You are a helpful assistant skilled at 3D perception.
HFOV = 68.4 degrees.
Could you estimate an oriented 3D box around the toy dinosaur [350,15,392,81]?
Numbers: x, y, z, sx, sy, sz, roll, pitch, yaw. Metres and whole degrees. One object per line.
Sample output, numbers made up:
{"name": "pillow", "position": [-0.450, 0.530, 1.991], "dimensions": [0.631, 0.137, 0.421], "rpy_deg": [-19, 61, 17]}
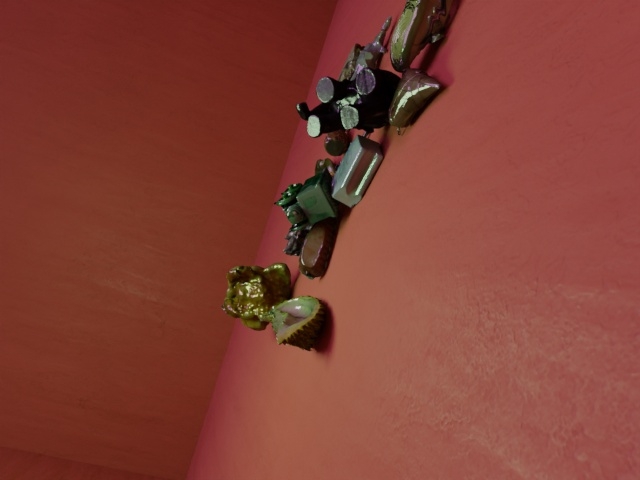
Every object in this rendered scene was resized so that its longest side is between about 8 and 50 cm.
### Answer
{"name": "toy dinosaur", "position": [0.174, -0.693, 1.866], "dimensions": [0.393, 0.092, 0.205], "rpy_deg": [-54, 19, 29]}

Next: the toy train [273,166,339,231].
{"name": "toy train", "position": [-0.042, -0.142, 1.690], "dimensions": [0.202, 0.145, 0.266], "rpy_deg": [-23, 18, 16]}

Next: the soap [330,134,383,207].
{"name": "soap", "position": [0.110, -0.220, 1.545], "dimensions": [0.145, 0.091, 0.230], "rpy_deg": [-92, 25, -56]}

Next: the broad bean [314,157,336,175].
{"name": "broad bean", "position": [0.020, -0.283, 2.024], "dimensions": [0.207, 0.072, 0.153], "rpy_deg": [-105, 23, -64]}

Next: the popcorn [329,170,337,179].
{"name": "popcorn", "position": [0.054, -0.232, 1.817], "dimensions": [0.082, 0.083, 0.057], "rpy_deg": [-4, 70, 41]}

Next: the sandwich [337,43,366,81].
{"name": "sandwich", "position": [0.123, -0.676, 2.003], "dimensions": [0.254, 0.099, 0.288], "rpy_deg": [-53, 15, 44]}

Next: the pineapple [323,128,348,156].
{"name": "pineapple", "position": [0.072, -0.434, 1.970], "dimensions": [0.198, 0.108, 0.108], "rpy_deg": [-77, 13, -47]}

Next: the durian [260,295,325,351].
{"name": "durian", "position": [-0.082, 0.249, 1.502], "dimensions": [0.352, 0.169, 0.158], "rpy_deg": [-154, 83, -77]}

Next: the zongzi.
{"name": "zongzi", "position": [0.244, -0.346, 1.240], "dimensions": [0.178, 0.081, 0.189], "rpy_deg": [-112, 36, -55]}

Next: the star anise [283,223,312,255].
{"name": "star anise", "position": [-0.063, -0.032, 1.953], "dimensions": [0.236, 0.109, 0.223], "rpy_deg": [-43, 23, 37]}

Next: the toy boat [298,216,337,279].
{"name": "toy boat", "position": [-0.001, -0.007, 1.695], "dimensions": [0.099, 0.108, 0.293], "rpy_deg": [63, -136, -63]}

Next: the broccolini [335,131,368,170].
{"name": "broccolini", "position": [0.133, -0.314, 1.716], "dimensions": [0.201, 0.058, 0.074], "rpy_deg": [-48, 37, 23]}

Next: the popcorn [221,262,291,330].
{"name": "popcorn", "position": [-0.248, 0.228, 2.043], "dimensions": [0.326, 0.321, 0.290], "rpy_deg": [-54, -4, -1]}

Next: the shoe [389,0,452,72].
{"name": "shoe", "position": [0.277, -0.591, 1.302], "dimensions": [0.140, 0.128, 0.262], "rpy_deg": [-80, 4, -61]}

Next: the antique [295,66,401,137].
{"name": "antique", "position": [0.113, -0.410, 1.419], "dimensions": [0.322, 0.255, 0.185], "rpy_deg": [-2, 106, 40]}
